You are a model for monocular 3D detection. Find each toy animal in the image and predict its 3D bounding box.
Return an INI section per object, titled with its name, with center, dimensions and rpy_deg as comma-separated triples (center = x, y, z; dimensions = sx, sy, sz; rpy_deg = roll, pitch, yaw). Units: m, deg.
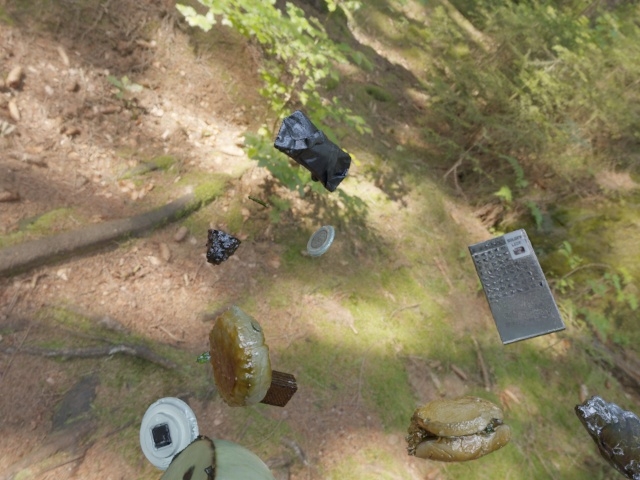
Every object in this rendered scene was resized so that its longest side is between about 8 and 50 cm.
[toy animal]
center = 0.374, 0.249, 0.389
dimensions = 0.272, 0.197, 0.160
rpy_deg = 9, -7, 16

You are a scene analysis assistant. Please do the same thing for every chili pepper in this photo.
[chili pepper]
center = -0.343, 0.359, 1.374
dimensions = 0.034, 0.091, 0.030
rpy_deg = -173, -112, -77

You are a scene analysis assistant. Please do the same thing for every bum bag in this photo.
[bum bag]
center = -0.013, -0.231, 1.167
dimensions = 0.248, 0.123, 0.060
rpy_deg = 33, -3, -44

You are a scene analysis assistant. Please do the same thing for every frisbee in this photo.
[frisbee]
center = 0.000, 0.000, 1.338
dimensions = 0.014, 0.110, 0.110
rpy_deg = 38, 30, -31

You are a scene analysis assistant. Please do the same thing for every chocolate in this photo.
[chocolate]
center = -0.414, 0.038, 1.799
dimensions = 0.156, 0.156, 0.133
rpy_deg = 28, 74, -26

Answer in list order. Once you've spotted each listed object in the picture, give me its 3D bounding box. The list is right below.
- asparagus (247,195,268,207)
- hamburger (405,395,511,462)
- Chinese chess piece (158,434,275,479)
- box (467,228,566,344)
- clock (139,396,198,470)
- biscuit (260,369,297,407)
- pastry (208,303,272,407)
[asparagus]
center = -0.239, -0.150, 1.676
dimensions = 0.127, 0.015, 0.018
rpy_deg = 27, -20, 42
[hamburger]
center = 0.369, 0.517, 1.205
dimensions = 0.243, 0.285, 0.147
rpy_deg = 70, 11, -78
[Chinese chess piece]
center = -0.212, 0.496, 0.696
dimensions = 0.146, 0.349, 0.349
rpy_deg = 37, 31, -15
[box]
center = 0.592, 0.138, 1.356
dimensions = 0.047, 0.180, 0.325
rpy_deg = 39, 35, -57
[clock]
center = -0.520, 0.654, 1.487
dimensions = 0.237, 0.236, 0.053
rpy_deg = 55, 11, 17
[biscuit]
center = -0.206, 0.500, 1.534
dimensions = 0.251, 0.106, 0.070
rpy_deg = 24, 21, -29
[pastry]
center = -0.207, 0.312, 1.170
dimensions = 0.120, 0.257, 0.236
rpy_deg = -5, 43, -36
